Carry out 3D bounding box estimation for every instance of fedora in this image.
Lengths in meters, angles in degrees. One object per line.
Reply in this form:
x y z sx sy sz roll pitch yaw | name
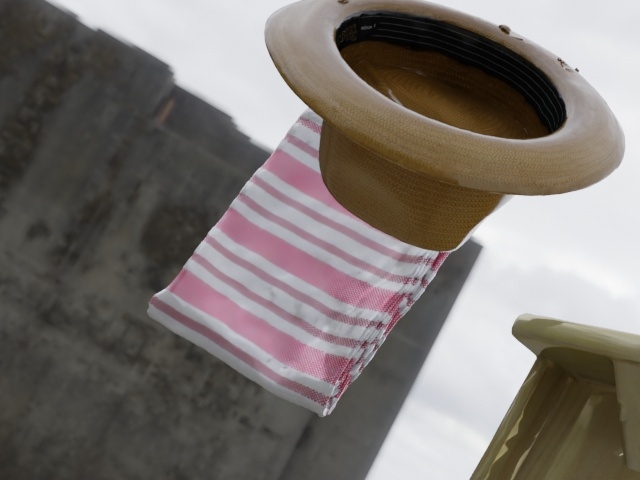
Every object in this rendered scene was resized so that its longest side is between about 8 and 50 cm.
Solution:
0.053 -0.053 0.692 0.194 0.079 0.194 13 30 -7 | fedora

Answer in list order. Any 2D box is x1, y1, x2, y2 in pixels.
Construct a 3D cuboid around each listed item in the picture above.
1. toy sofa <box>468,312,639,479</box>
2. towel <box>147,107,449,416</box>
0.121 0.234 0.764 0.177 0.362 0.150 36 -12 -23 | toy sofa
0.000 0.000 0.873 0.144 0.197 0.029 25 -24 30 | towel
